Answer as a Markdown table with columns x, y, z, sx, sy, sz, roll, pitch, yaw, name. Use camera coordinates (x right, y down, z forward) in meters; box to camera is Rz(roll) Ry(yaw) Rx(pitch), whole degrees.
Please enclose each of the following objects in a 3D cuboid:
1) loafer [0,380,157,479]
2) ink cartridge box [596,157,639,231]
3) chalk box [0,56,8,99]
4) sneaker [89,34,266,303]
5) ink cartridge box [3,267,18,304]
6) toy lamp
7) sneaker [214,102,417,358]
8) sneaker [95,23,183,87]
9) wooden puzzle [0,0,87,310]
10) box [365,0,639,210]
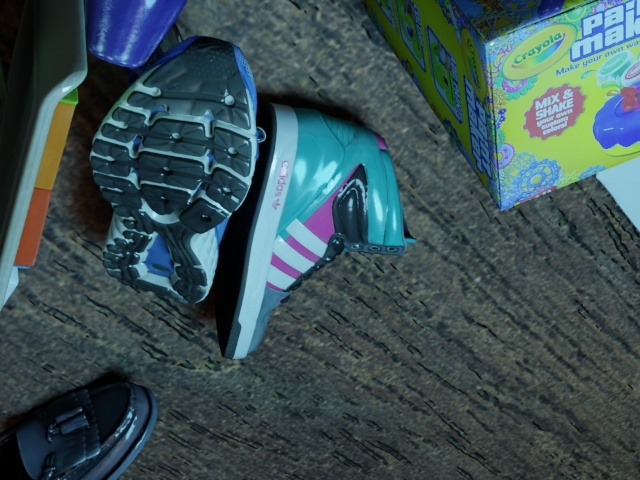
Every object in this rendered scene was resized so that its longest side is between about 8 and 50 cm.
| x | y | z | sx | sy | sz | roll | pitch | yaw | name |
| --- | --- | --- | --- | --- | --- | --- | --- | --- | --- |
| -0.310 | 0.241 | 1.336 | 0.302 | 0.109 | 0.095 | -36 | 134 | 14 | loafer |
| 0.431 | -0.165 | 1.297 | 0.353 | 0.119 | 0.207 | -38 | 138 | 11 | ink cartridge box |
| -0.300 | -0.174 | 0.895 | 0.213 | 0.132 | 0.132 | -14 | 137 | -13 | chalk box |
| -0.116 | -0.077 | 1.063 | 0.129 | 0.147 | 0.330 | 18 | 151 | -6 | sneaker |
| -0.401 | 0.066 | 1.163 | 0.181 | 0.056 | 0.224 | 6 | 148 | -32 | ink cartridge box |
| -0.106 | -0.257 | 0.896 | 0.080 | 0.080 | 0.275 | 9 | 111 | -34 | toy lamp |
| 0.000 | 0.000 | 1.245 | 0.178 | 0.124 | 0.296 | 3 | 130 | -18 | sneaker |
| -0.157 | -0.177 | 1.019 | 0.071 | 0.068 | 0.170 | -20 | 139 | 1 | sneaker |
| -0.220 | -0.087 | 0.957 | 0.044 | 0.221 | 0.239 | 13 | 127 | -23 | wooden puzzle |
| 0.207 | -0.219 | 1.004 | 0.289 | 0.279 | 0.177 | -21 | 138 | -7 | box |
